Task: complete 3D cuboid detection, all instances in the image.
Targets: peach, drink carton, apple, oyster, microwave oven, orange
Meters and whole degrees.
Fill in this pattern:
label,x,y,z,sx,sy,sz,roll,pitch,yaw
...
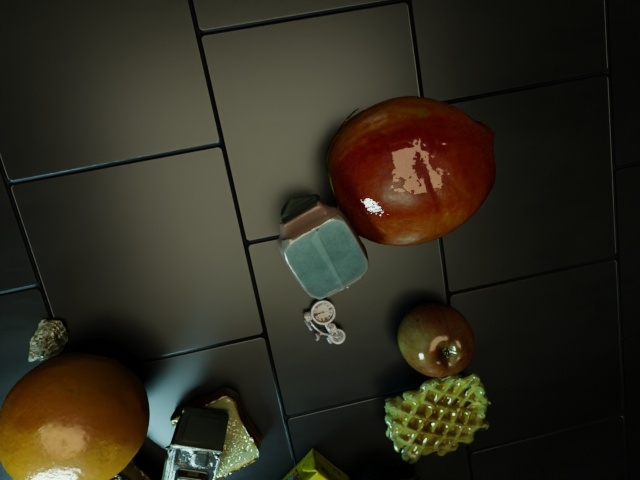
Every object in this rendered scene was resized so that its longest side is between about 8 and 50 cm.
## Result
label,x,y,z,sx,sy,sz,roll,pitch,yaw
peach,0.200,-0.150,1.000,0.373,0.290,0.372,0,106,0
drink carton,-0.083,0.760,1.240,0.351,0.111,0.154,-45,103,2
apple,0.295,0.255,1.152,0.188,0.174,0.188,-1,100,-4
oyster,-0.670,0.244,1.100,0.098,0.037,0.100,-8,102,-6
microwave oven,-0.305,0.531,1.074,0.129,0.163,0.204,12,101,-6
orange,-0.545,0.404,1.013,0.312,0.312,0.312,-1,101,-7

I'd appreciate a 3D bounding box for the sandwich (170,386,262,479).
label,x,y,z,sx,sy,sz,roll,pitch,yaw
sandwich,-0.270,0.509,1.189,0.186,0.065,0.214,-26,102,-2

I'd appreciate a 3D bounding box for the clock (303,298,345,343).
label,x,y,z,sx,sy,sz,roll,pitch,yaw
clock,0.012,0.218,1.178,0.087,0.041,0.129,-30,98,-4

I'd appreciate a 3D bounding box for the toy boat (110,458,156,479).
label,x,y,z,sx,sy,sz,roll,pitch,yaw
toy boat,-0.466,0.717,1.169,0.162,0.136,0.445,-42,102,-23

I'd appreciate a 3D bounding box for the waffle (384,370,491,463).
label,x,y,z,sx,sy,sz,roll,pitch,yaw
waffle,0.317,0.475,1.224,0.297,0.073,0.317,-22,120,-2

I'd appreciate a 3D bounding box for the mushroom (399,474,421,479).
label,x,y,z,sx,sy,sz,roll,pitch,yaw
mushroom,0.190,0.770,1.220,0.278,0.163,0.297,-30,136,-10

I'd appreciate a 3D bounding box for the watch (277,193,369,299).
label,x,y,z,sx,sy,sz,roll,pitch,yaw
watch,0.000,0.000,1.029,0.162,0.241,0.253,-27,120,3
